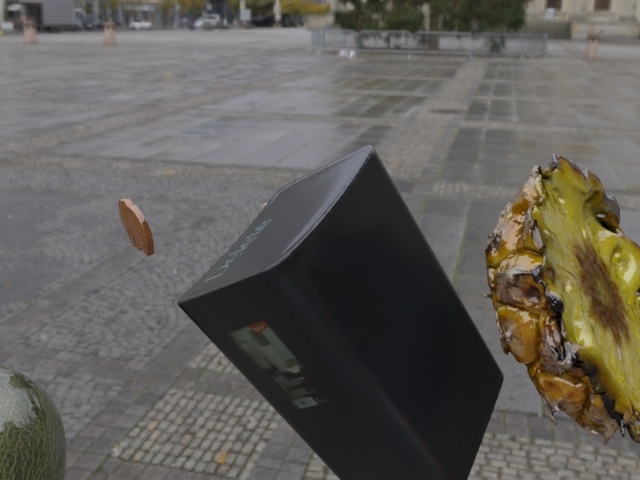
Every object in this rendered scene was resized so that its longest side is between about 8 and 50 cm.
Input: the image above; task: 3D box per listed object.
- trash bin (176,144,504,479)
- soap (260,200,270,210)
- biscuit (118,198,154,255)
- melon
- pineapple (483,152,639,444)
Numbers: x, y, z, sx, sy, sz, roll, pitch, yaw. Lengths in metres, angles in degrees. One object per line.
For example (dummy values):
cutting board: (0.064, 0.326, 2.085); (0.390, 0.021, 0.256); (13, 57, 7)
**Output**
trash bin: (0.030, 0.072, 0.564); (0.115, 0.226, 0.165); (-20, 22, 40)
soap: (0.000, 0.000, 1.298); (0.257, 0.160, 0.080); (38, 11, 34)
biscuit: (-0.344, -0.025, 1.358); (0.019, 0.102, 0.130); (-23, 33, -27)
melon: (-0.421, 0.289, 0.830); (0.237, 0.238, 0.302); (5, 55, 11)
pineapple: (0.181, 0.043, 0.531); (0.076, 0.225, 0.224); (-22, 0, 39)
